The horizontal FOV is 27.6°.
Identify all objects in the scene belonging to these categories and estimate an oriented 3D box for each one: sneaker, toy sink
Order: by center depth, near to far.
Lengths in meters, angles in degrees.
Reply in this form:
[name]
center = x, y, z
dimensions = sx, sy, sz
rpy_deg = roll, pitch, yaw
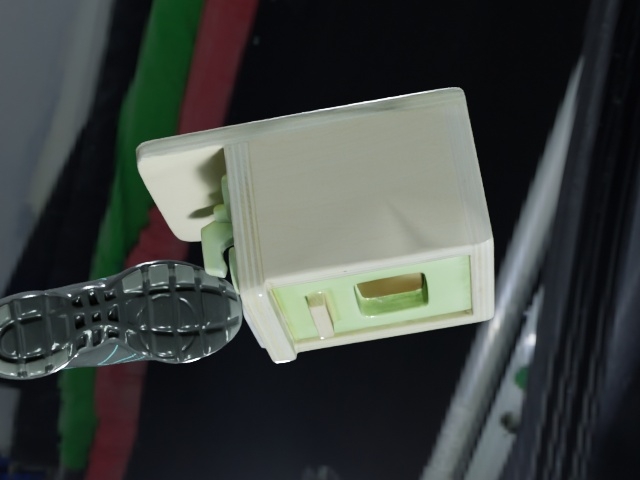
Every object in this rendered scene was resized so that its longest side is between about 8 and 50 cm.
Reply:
[toy sink]
center = 0.000, 0.000, 0.930
dimensions = 0.153, 0.234, 0.131
rpy_deg = 74, 8, -66
[sneaker]
center = -0.208, 0.073, 1.259
dimensions = 0.106, 0.267, 0.101
rpy_deg = 174, -88, -66
